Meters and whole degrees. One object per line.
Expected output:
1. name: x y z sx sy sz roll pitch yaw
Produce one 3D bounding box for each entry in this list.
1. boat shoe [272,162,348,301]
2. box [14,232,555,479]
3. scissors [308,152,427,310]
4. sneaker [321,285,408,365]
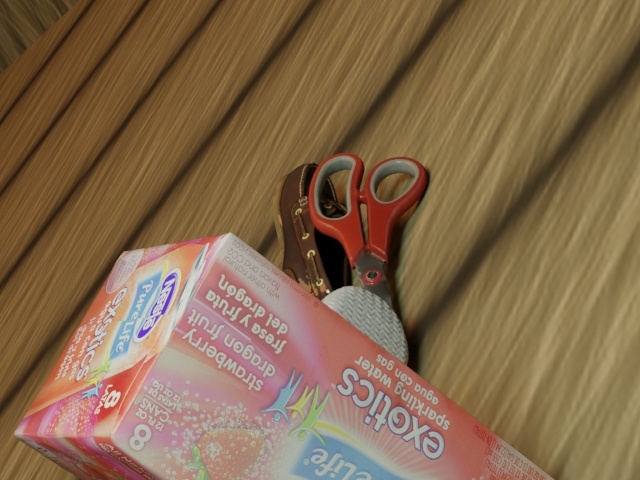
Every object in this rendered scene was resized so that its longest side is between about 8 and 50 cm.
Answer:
1. boat shoe: 0.000 0.000 1.399 0.073 0.073 0.207 -36 36 31
2. box: -0.012 0.139 0.938 0.154 0.300 0.142 -9 47 57
3. scissors: 0.034 0.025 1.302 0.109 0.021 0.297 -3 45 10
4. sneaker: -0.019 0.172 1.173 0.153 0.101 0.268 -37 29 49
